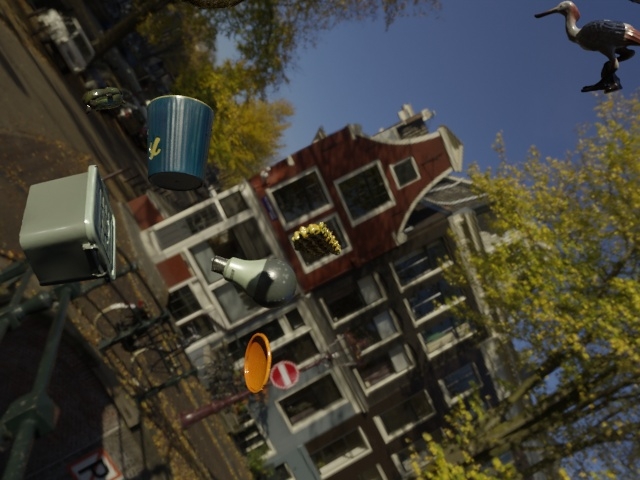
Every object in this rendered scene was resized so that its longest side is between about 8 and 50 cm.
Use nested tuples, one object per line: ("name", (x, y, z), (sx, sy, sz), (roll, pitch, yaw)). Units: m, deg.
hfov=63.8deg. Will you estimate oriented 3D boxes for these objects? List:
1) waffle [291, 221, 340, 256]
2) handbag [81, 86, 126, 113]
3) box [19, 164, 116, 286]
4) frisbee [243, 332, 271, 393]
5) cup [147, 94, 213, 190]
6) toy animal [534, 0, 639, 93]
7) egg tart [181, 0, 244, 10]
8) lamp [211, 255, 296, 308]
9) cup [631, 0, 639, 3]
("waffle", (0.000, 0.000, 1.458), (0.192, 0.160, 0.046), (124, -33, -63))
("handbag", (-0.532, -0.350, 1.271), (0.072, 0.111, 0.047), (-30, -89, 38))
("box", (-0.492, -0.024, 1.017), (0.243, 0.134, 0.163), (-114, -163, -46))
("frisbee", (-0.197, 0.398, 1.668), (0.192, 0.035, 0.192), (-28, -123, 55))
("cup", (-0.294, -0.183, 1.042), (0.176, 0.131, 0.155), (-24, -118, 55))
("toy animal", (0.761, -0.566, 1.432), (0.195, 0.090, 0.324), (-36, -98, 43))
("egg tart", (-0.220, -0.602, 1.043), (0.297, 0.296, 0.132), (72, -7, -49))
("lamp", (-0.244, 0.154, 1.876), (0.182, 0.313, 0.182), (-177, -90, -88))
("cup", (0.738, -0.683, 1.143), (0.203, 0.202, 0.289), (70, 26, -45))
